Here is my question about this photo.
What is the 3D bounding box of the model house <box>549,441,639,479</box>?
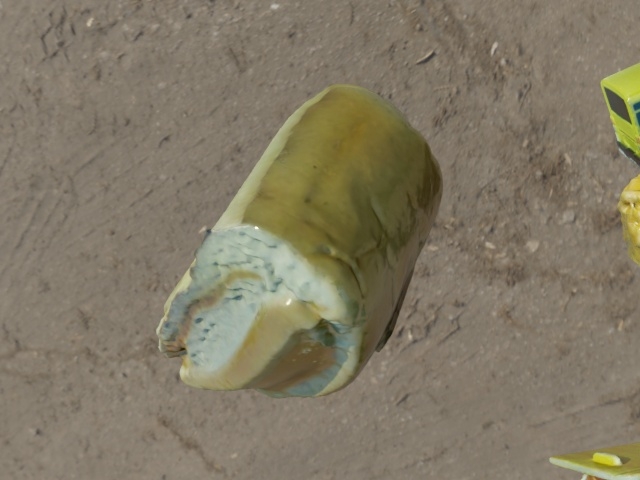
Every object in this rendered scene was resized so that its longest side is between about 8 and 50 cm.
[{"bbox_3d":[0.363,0.328,0.614,0.300,0.340,0.324,-5,133,-17],"label":"model house"}]

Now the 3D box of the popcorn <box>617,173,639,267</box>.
[{"bbox_3d":[0.633,-0.039,1.249,0.190,0.250,0.250,-22,109,8],"label":"popcorn"}]

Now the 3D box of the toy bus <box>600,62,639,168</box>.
[{"bbox_3d":[0.538,-0.210,0.957,0.262,0.128,0.150,-24,111,12],"label":"toy bus"}]

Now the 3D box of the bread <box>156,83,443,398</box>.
[{"bbox_3d":[0.000,0.000,0.736,0.210,0.341,0.300,35,135,-9],"label":"bread"}]
